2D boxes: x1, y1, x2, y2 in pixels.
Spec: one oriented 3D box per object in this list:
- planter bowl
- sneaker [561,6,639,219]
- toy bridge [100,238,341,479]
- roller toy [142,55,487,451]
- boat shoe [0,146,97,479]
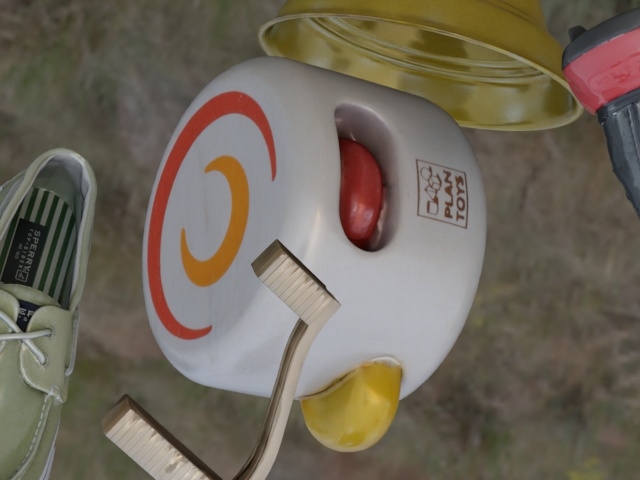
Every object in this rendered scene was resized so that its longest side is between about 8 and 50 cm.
[{"bbox_3d":[0.074,-0.147,1.227,0.217,0.090,0.217,14,170,3],"label":"planter bowl"},{"bbox_3d":[0.230,-0.046,0.948,0.097,0.135,0.276,-25,163,39],"label":"sneaker"},{"bbox_3d":[-0.059,0.089,0.746,0.063,0.188,0.026,43,180,-15],"label":"toy bridge"},{"bbox_3d":[0.000,0.000,1.091,0.146,0.191,0.209,13,-160,-31],"label":"roller toy"},{"bbox_3d":[-0.212,0.063,1.244,0.109,0.302,0.094,17,139,-17],"label":"boat shoe"}]
